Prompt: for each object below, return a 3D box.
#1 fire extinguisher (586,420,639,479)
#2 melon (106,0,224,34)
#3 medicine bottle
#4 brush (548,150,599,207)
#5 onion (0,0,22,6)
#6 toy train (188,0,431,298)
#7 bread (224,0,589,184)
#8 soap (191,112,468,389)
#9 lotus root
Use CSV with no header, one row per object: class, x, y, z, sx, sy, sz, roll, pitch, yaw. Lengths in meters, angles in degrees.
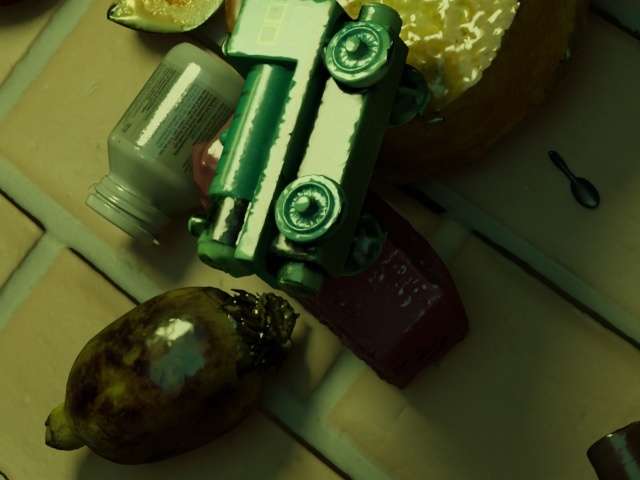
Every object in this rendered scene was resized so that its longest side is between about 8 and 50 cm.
fire extinguisher,0.352,0.284,1.528,0.099,0.071,0.231,-20,66,-18
melon,-0.172,-0.301,1.893,0.128,0.079,0.160,34,86,7
medicine bottle,-0.168,-0.103,1.790,0.135,0.135,0.215,33,87,25
brush,0.270,-0.066,1.694,0.024,0.008,0.083,-40,65,6
onion,-0.403,-0.408,1.936,0.248,0.248,0.161,-57,31,-4
toy train,-0.020,-0.094,1.524,0.194,0.120,0.298,9,73,27
bread,0.078,-0.262,1.701,0.398,0.215,0.398,-3,83,23
soap,0.000,0.000,1.661,0.127,0.220,0.325,-46,64,-8
lotus root,-0.170,0.150,1.708,0.314,0.141,0.169,-30,62,10
